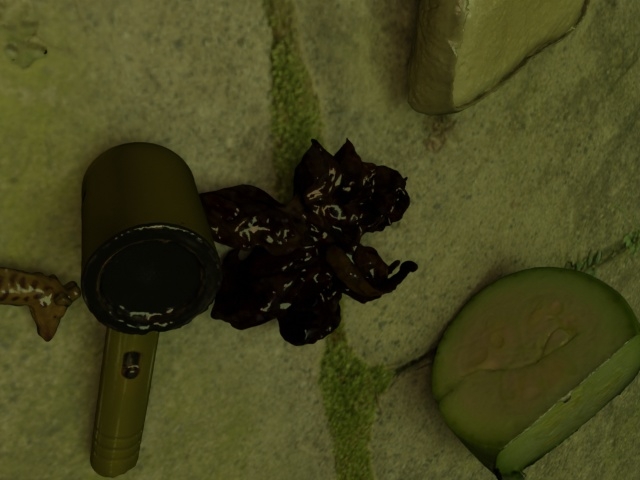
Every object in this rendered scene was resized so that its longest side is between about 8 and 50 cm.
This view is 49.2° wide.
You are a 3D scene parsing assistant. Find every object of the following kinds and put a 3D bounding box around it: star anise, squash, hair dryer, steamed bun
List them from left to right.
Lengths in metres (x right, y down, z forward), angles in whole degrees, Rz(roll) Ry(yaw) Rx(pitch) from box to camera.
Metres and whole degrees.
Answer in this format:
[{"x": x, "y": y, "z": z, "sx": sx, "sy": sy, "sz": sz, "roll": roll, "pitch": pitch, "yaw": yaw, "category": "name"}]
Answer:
[{"x": -0.151, "y": 0.070, "z": 0.549, "sx": 0.090, "sy": 0.135, "sz": 0.278, "roll": 3, "pitch": 122, "yaw": -23, "category": "hair dryer"}, {"x": 0.000, "y": 0.000, "z": 0.619, "sx": 0.220, "sy": 0.126, "sz": 0.190, "roll": -28, "pitch": 117, "yaw": -22, "category": "star anise"}, {"x": 0.158, "y": -0.256, "z": 0.652, "sx": 0.231, "sy": 0.110, "sz": 0.212, "roll": -35, "pitch": 140, "yaw": -25, "category": "steamed bun"}, {"x": 0.294, "y": 0.204, "z": 0.850, "sx": 0.233, "sy": 0.210, "sz": 0.309, "roll": -41, "pitch": 122, "yaw": -1, "category": "squash"}]

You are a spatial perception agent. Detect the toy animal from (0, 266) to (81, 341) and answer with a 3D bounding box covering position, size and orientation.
[{"x": -0.302, "y": 0.037, "z": 0.456, "sx": 0.275, "sy": 0.054, "sz": 0.149, "roll": -18, "pitch": 118, "yaw": -31, "category": "toy animal"}]
